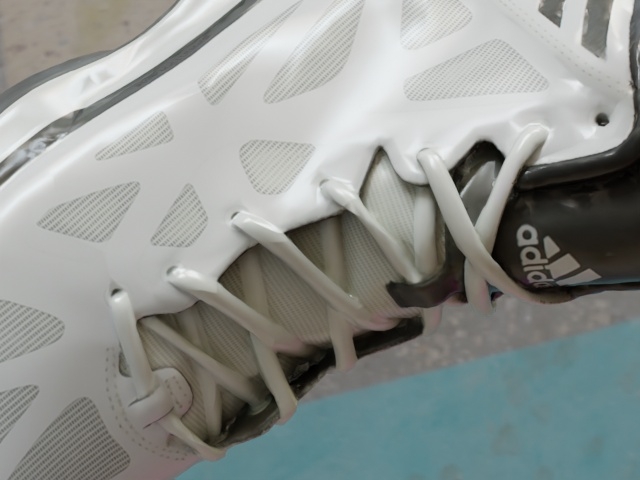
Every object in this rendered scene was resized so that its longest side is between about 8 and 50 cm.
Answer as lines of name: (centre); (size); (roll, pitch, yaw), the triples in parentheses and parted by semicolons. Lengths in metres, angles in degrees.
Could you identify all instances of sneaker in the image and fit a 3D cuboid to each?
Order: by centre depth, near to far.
sneaker: (0.000, -0.001, 0.694); (0.447, 0.257, 0.169); (-51, 134, -23)
